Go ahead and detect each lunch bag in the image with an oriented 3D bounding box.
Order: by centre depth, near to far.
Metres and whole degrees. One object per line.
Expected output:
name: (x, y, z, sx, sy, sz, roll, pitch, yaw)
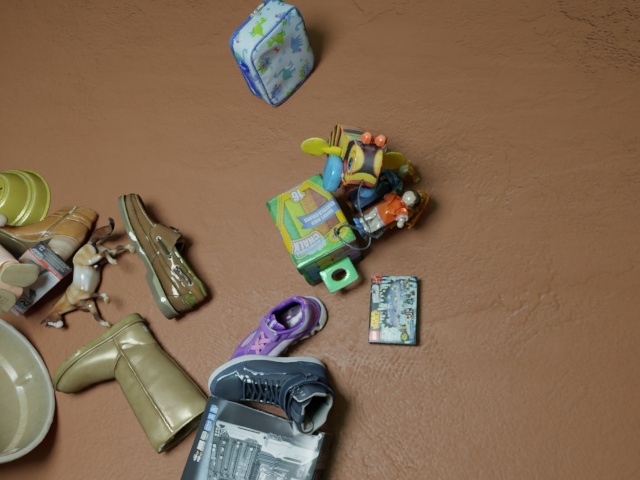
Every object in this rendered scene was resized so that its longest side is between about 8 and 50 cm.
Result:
lunch bag: (-0.108, -0.426, 1.234, 0.090, 0.219, 0.176, 37, 81, 22)

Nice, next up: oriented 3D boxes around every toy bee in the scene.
toy bee: (0.081, -0.147, 1.007, 0.195, 0.162, 0.298, -7, 46, -31)

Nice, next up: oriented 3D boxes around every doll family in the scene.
doll family: (0.136, -0.098, 1.133, 0.163, 0.118, 0.263, -29, 48, 7)

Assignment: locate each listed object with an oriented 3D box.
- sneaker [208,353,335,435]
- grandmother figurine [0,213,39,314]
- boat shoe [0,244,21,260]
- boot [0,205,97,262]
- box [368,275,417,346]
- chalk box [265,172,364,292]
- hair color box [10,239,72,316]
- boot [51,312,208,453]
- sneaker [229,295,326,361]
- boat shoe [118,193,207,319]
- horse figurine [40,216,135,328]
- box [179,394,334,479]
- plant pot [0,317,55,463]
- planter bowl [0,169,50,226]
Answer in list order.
sneaker: (-0.086, 0.275, 0.962, 0.226, 0.163, 0.086, -4, 108, -11)
grandmother figurine: (-0.742, 0.026, 1.144, 0.342, 0.104, 0.208, 33, 71, 31)
boat shoe: (-0.779, 0.028, 1.267, 0.254, 0.095, 0.079, 10, 68, 10)
boot: (-0.635, -0.031, 1.249, 0.197, 0.073, 0.152, 18, 48, 0)
box: (0.145, 0.138, 1.070, 0.093, 0.027, 0.137, 0, 70, 13)
chalk box: (0.000, 0.000, 1.096, 0.132, 0.132, 0.213, -29, 66, 0)
hair color box: (-0.640, 0.086, 1.186, 0.167, 0.053, 0.093, -36, 105, 22)
boot: (-0.385, 0.311, 1.084, 0.236, 0.089, 0.269, -41, 68, -5)
sneaker: (-0.097, 0.189, 1.061, 0.236, 0.104, 0.095, -42, 69, -5)
boat shoe: (-0.342, 0.018, 1.184, 0.104, 0.111, 0.307, -28, 76, -4)
horse figurine: (-0.509, 0.079, 1.201, 0.174, 0.066, 0.264, 7, 79, 30)
box: (-0.136, 0.465, 0.969, 0.242, 0.076, 0.308, 12, 72, 22)
plant pot: (-0.766, 0.346, 1.047, 0.305, 0.334, 0.334, -34, 66, 9)
planter bowl: (-0.789, -0.098, 1.322, 0.217, 0.090, 0.217, -4, 68, 10)
